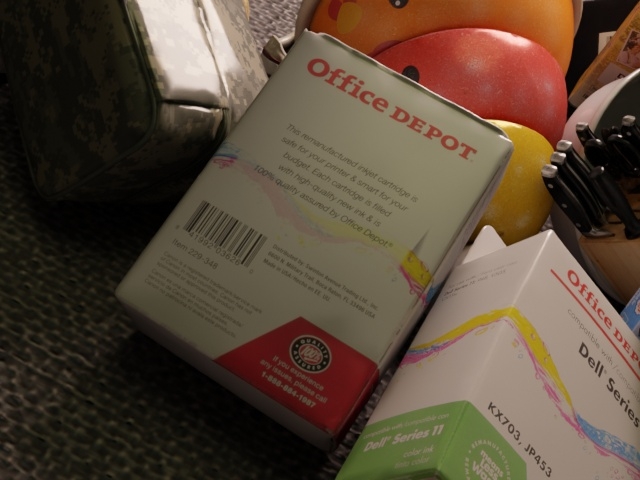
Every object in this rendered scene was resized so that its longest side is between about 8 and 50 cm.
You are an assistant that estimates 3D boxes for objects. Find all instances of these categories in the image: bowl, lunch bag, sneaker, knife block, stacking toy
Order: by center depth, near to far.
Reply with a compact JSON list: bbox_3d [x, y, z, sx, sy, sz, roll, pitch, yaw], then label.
[{"bbox_3d":[-0.167,-0.186,1.041,0.256,0.212,0.305,-4,71,-49],"label":"lunch bag"},{"bbox_3d":[0.342,0.007,1.084,0.242,0.276,0.088,-4,3,-34],"label":"knife block"},{"bbox_3d":[0.160,-0.092,1.128,0.350,0.351,0.480,7,55,-20],"label":"stacking toy"},{"bbox_3d":[0.379,-0.072,1.241,0.297,0.298,0.134,-2,10,-30],"label":"bowl"},{"bbox_3d":[-0.002,-0.243,1.351,0.185,0.084,0.069,-18,53,-41],"label":"sneaker"}]

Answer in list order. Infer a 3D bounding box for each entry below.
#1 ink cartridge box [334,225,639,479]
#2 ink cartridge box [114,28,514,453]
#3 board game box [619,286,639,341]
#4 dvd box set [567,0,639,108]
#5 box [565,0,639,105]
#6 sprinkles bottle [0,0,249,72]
[{"bbox_3d":[0.180,0.139,0.857,0.207,0.119,0.353,49,46,-14],"label":"ink cartridge box"},{"bbox_3d":[0.000,0.000,0.909,0.226,0.131,0.306,32,72,11],"label":"ink cartridge box"},{"bbox_3d":[0.376,0.103,1.032,0.160,0.212,0.039,11,40,-15],"label":"board game box"},{"bbox_3d":[0.517,-0.216,1.203,0.307,0.420,0.062,29,65,3],"label":"dvd box set"},{"bbox_3d":[0.433,-0.372,1.557,0.343,0.179,0.313,-6,39,4],"label":"box"},{"bbox_3d":[-0.260,-0.273,1.219,0.355,0.121,0.121,-13,50,-38],"label":"sprinkles bottle"}]
